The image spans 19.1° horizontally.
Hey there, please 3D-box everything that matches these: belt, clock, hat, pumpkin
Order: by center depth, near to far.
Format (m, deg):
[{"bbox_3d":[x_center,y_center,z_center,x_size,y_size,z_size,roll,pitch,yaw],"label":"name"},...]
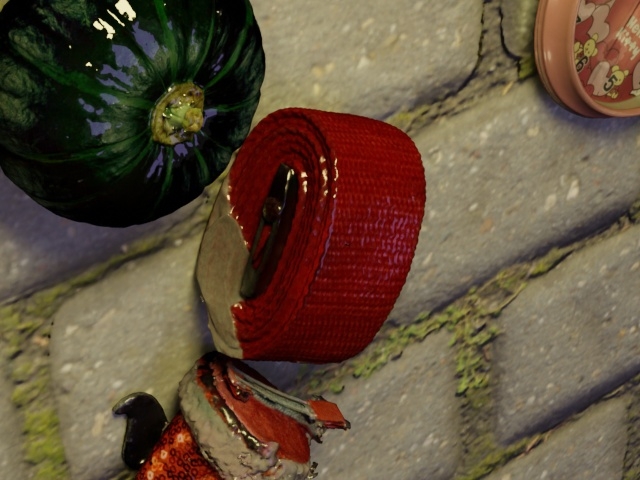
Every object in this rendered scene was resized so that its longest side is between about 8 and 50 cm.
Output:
[{"bbox_3d":[-0.124,-0.102,1.228,0.202,0.140,0.202,-27,137,-29],"label":"pumpkin"},{"bbox_3d":[0.000,0.000,1.428,0.124,0.128,0.201,4,115,-43],"label":"belt"},{"bbox_3d":[-0.104,0.188,1.508,0.227,0.129,0.140,-41,159,15],"label":"hat"},{"bbox_3d":[0.270,-0.211,1.580,0.244,0.056,0.244,-23,131,-29],"label":"clock"}]
